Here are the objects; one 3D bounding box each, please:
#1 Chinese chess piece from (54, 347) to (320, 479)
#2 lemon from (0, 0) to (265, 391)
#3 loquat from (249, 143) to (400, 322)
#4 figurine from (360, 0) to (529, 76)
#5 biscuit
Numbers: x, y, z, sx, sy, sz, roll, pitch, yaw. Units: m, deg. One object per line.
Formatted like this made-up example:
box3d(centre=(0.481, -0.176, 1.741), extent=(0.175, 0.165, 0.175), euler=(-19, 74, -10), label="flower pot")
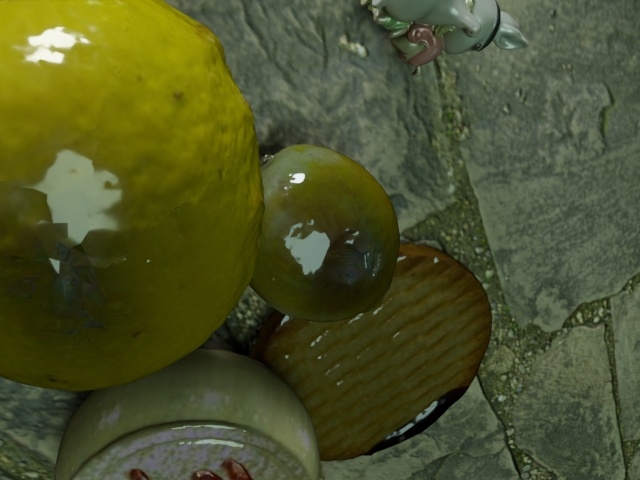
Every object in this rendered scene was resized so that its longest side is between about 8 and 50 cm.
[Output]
box3d(centre=(-0.134, 0.238, 0.650), extent=(0.269, 0.112, 0.270), euler=(-5, 123, -8), label="Chinese chess piece")
box3d(centre=(-0.163, -0.034, 0.421), extent=(0.260, 0.261, 0.284), euler=(-32, 143, -2), label="lemon")
box3d(centre=(0.000, 0.000, 0.572), extent=(0.152, 0.152, 0.195), euler=(-43, 115, 6), label="loquat")
box3d(centre=(0.108, -0.201, 0.555), extent=(0.146, 0.081, 0.098), euler=(27, 149, -37), label="figurine")
box3d(centre=(0.063, 0.143, 0.745), extent=(0.317, 0.040, 0.318), euler=(-11, 122, -17), label="biscuit")
